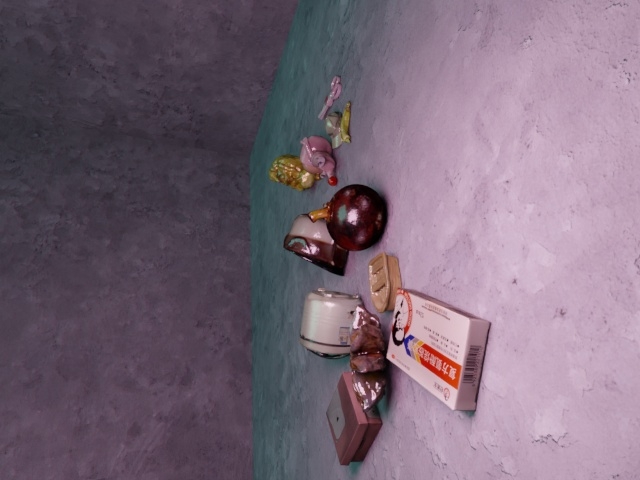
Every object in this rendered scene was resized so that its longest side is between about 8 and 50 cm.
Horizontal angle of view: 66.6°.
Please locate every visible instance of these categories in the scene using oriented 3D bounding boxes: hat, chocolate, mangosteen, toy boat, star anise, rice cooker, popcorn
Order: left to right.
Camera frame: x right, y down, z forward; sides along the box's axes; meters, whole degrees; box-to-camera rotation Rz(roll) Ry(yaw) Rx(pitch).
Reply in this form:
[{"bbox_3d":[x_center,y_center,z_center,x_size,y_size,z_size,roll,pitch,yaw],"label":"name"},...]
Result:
[{"bbox_3d":[-0.156,-0.356,2.532,0.286,0.226,0.173,-127,44,-66],"label":"popcorn"},{"bbox_3d":[0.000,0.000,1.932,0.186,0.284,0.283,-63,20,2],"label":"chocolate"},{"bbox_3d":[0.041,0.298,1.734,0.226,0.226,0.243,-176,95,-71],"label":"rice cooker"},{"bbox_3d":[0.057,-0.500,2.201,0.122,0.081,0.166,-137,46,-70],"label":"hat"},{"bbox_3d":[0.086,-0.084,1.656,0.235,0.262,0.235,-174,90,-73],"label":"mangosteen"},{"bbox_3d":[0.146,0.356,1.479,0.332,0.118,0.331,-6,-90,-89],"label":"star anise"},{"bbox_3d":[0.205,0.140,1.535,0.116,0.061,0.188,131,142,-57],"label":"toy boat"}]

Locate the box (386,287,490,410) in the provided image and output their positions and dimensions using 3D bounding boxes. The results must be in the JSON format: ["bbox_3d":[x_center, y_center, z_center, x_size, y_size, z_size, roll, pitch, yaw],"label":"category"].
[{"bbox_3d":[0.286,0.261,1.252,0.353,0.069,0.214,-158,76,-73],"label":"box"}]

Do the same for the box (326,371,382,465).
[{"bbox_3d":[0.107,0.586,1.615,0.215,0.086,0.215,-113,35,-55],"label":"box"}]

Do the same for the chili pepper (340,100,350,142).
[{"bbox_3d":[0.107,-0.503,2.098,0.049,0.043,0.208,110,162,-69],"label":"chili pepper"}]

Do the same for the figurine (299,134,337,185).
[{"bbox_3d":[-0.016,-0.362,2.214,0.186,0.176,0.287,-66,33,29],"label":"figurine"}]

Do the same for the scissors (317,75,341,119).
[{"bbox_3d":[0.043,-0.679,2.367,0.242,0.031,0.118,126,147,-48],"label":"scissors"}]
